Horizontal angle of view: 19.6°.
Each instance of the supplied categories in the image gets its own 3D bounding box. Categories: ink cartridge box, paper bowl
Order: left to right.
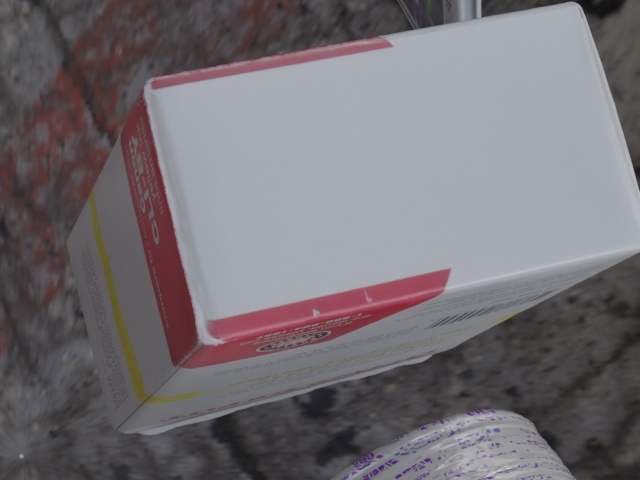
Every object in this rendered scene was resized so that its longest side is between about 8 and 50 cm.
[{"bbox_3d":[0.000,0.000,1.213,0.279,0.385,0.160,-13,80,-17],"label":"ink cartridge box"},{"bbox_3d":[0.086,0.271,1.403,0.284,0.284,0.148,-31,58,-11],"label":"paper bowl"}]

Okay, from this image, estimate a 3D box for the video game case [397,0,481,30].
[{"bbox_3d":[0.066,-0.212,1.304,0.022,0.173,0.190,-20,57,-8],"label":"video game case"}]
